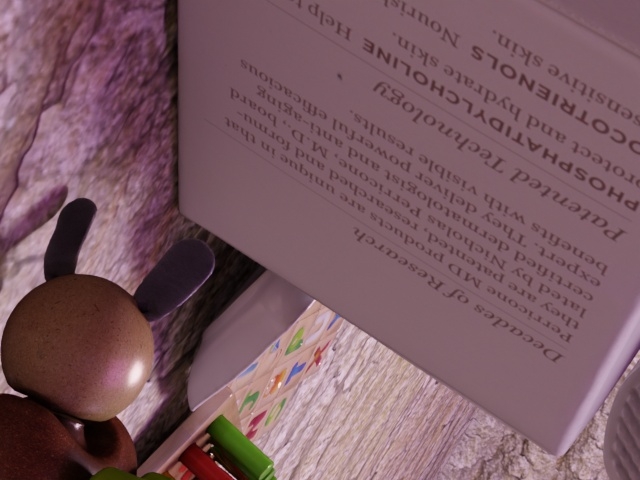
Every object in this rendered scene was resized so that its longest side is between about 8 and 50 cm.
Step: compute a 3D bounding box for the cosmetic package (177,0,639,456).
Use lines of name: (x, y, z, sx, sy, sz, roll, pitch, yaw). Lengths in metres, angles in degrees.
cosmetic package: (0.131, -0.144, 0.908, 0.329, 0.327, 0.394, -50, 164, -27)

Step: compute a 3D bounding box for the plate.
plate: (0.000, 0.000, 1.189, 0.277, 0.045, 0.278, -49, -177, -27)

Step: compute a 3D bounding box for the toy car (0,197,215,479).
toy car: (-0.139, 0.074, 0.855, 0.149, 0.155, 0.188, 45, 65, -75)

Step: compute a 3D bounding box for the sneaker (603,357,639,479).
sneaker: (0.304, 0.064, 0.999, 0.127, 0.126, 0.321, -36, 154, -44)

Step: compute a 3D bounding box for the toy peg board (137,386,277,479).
toy peg board: (-0.110, 0.230, 1.305, 0.160, 0.079, 0.161, -46, 164, -16)

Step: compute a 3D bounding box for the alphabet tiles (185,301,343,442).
alphabet tiles: (-0.037, 0.104, 1.472, 0.285, 0.011, 0.342, -63, 164, 20)
